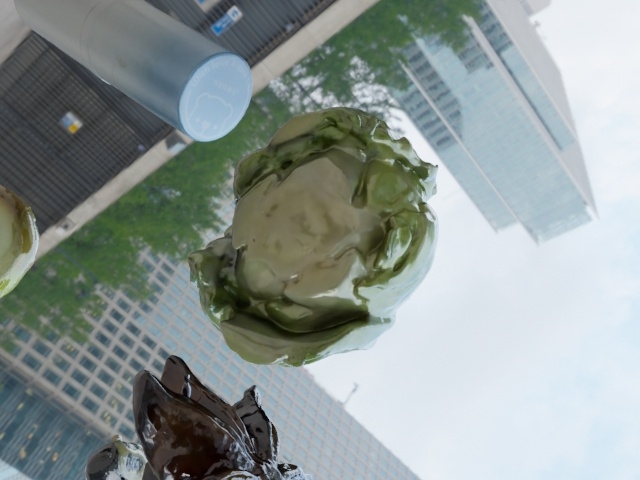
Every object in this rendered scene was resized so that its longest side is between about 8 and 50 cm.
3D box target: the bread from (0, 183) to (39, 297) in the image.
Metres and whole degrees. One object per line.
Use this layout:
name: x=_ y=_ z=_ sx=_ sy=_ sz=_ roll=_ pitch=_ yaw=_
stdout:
bread: x=-0.531 y=0.011 z=0.959 sx=0.213 sy=0.213 sz=0.105 roll=-41 pitch=170 yaw=5

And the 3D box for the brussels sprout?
brussels sprout: x=0.011 y=0.009 z=1.033 sx=0.342 sy=0.361 sz=0.425 roll=38 pitch=-91 yaw=23

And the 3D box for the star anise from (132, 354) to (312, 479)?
star anise: x=-0.067 y=0.201 z=0.455 sx=0.102 sy=0.272 sz=0.272 roll=-37 pitch=-157 yaw=4

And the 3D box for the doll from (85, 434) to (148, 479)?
doll: x=-0.294 y=0.350 z=0.928 sx=0.088 sy=0.179 sz=0.102 roll=-20 pitch=-126 yaw=-18

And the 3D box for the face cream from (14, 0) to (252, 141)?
face cream: x=-0.168 y=-0.171 z=0.539 sx=0.250 sy=0.077 sz=0.077 roll=35 pitch=-104 yaw=29
